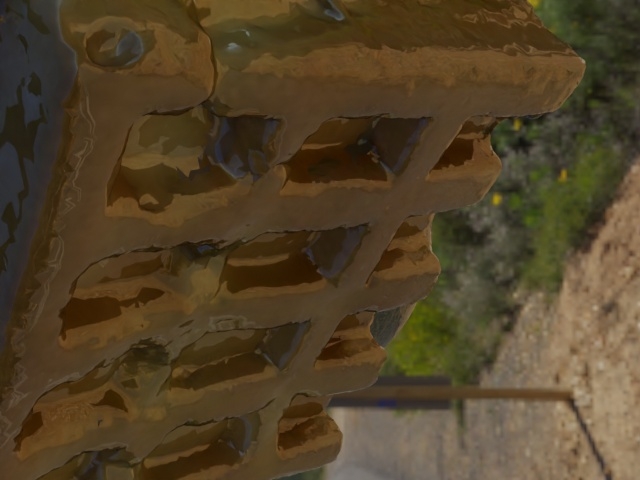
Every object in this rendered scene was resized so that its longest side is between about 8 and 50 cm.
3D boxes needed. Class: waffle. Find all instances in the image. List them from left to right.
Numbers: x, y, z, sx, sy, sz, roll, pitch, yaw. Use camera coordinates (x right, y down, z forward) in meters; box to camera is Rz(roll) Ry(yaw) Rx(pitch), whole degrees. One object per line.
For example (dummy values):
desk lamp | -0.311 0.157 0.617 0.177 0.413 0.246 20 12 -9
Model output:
waffle | -0.056 0.023 0.561 0.077 0.304 0.348 49 128 29

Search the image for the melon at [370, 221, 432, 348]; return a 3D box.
melon | 0.000 0.000 1.176 0.237 0.238 0.301 -88 7 -48
